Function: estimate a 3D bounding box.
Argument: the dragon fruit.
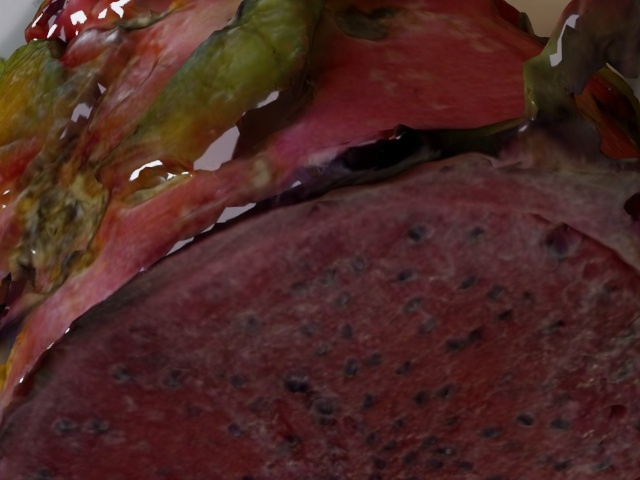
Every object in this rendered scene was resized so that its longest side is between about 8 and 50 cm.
[{"bbox_3d":[0.000,0.000,0.763,0.314,0.296,0.263,-34,39,13],"label":"dragon fruit"}]

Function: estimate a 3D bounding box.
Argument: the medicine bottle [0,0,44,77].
[{"bbox_3d":[-0.136,-0.087,0.891,0.215,0.135,0.135,-47,66,9],"label":"medicine bottle"}]
